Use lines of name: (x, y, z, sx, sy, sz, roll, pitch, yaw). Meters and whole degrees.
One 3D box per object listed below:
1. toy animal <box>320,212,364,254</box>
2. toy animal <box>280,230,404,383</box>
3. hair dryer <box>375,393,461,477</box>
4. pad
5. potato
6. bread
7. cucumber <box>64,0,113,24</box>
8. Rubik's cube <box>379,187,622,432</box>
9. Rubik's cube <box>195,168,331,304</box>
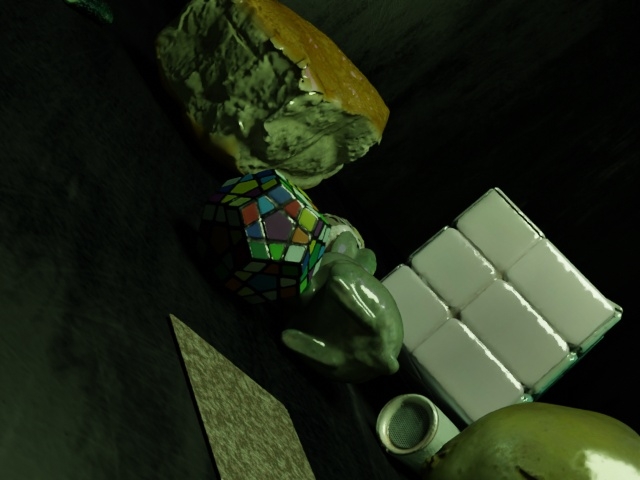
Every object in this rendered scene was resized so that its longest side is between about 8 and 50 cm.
toy animal: (0.000, 0.000, 1.432, 0.137, 0.098, 0.098, 39, 7, 2)
toy animal: (0.023, 0.066, 1.106, 0.251, 0.125, 0.127, -79, 150, -75)
hair dryer: (0.150, 0.281, 1.067, 0.131, 0.073, 0.236, 46, 11, -45)
pad: (-0.037, 0.162, 0.718, 0.158, 0.003, 0.235, 46, 9, -38)
potato: (0.237, 0.289, 0.878, 0.221, 0.243, 0.326, 85, -19, -57)
bread: (-0.078, -0.208, 1.389, 0.250, 0.225, 0.279, 15, 37, -55)
cucumber: (-0.297, -0.306, 1.311, 0.032, 0.032, 0.133, 53, 6, 7)
Rubik's cube: (0.198, 0.112, 1.257, 0.221, 0.224, 0.231, 47, -12, 16)
Rubik's cube: (-0.056, -0.004, 0.978, 0.133, 0.133, 0.112, 44, 34, -47)
